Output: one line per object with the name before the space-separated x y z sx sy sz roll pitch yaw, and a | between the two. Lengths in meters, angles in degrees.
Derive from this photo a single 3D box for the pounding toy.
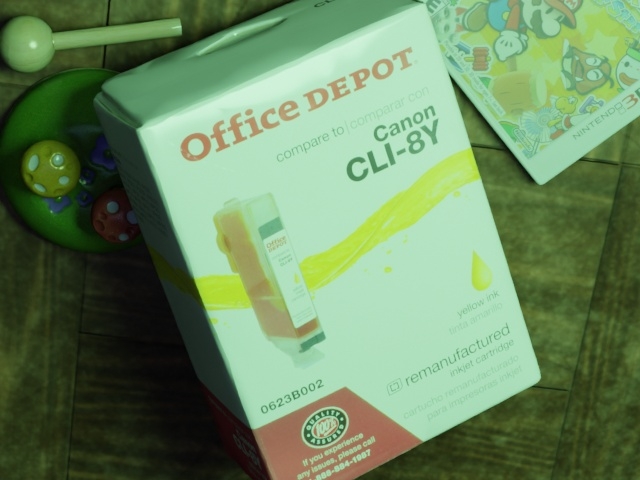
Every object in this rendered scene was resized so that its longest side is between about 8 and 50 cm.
pounding toy | -0.213 -0.081 1.473 0.183 0.110 0.237 1 114 -1

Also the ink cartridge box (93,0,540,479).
ink cartridge box | 0.000 0.000 1.437 0.279 0.160 0.385 -25 113 -14

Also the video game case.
video game case | 0.218 -0.193 1.472 0.206 0.026 0.227 -36 109 14
